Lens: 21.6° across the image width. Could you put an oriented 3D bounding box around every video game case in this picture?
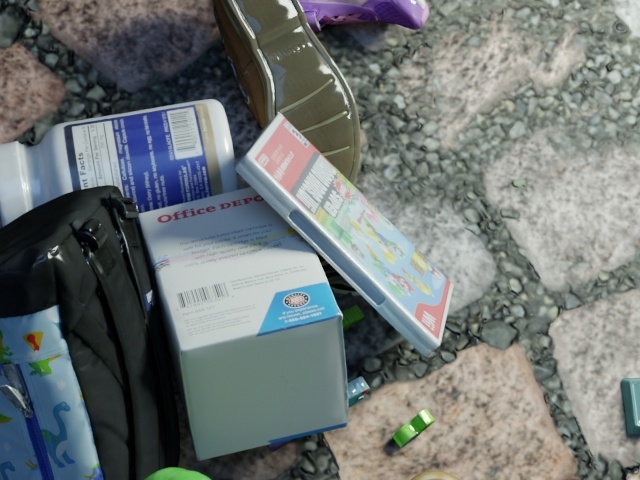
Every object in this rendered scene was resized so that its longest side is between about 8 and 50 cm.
[{"bbox_3d":[0.032,-0.011,1.828,0.285,0.204,0.025,45,108,-6],"label":"video game case"}]

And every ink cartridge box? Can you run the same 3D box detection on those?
[{"bbox_3d":[-0.083,0.081,1.789,0.171,0.168,0.233,-12,41,-8],"label":"ink cartridge box"}]

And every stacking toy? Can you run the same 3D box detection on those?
[{"bbox_3d":[-0.004,0.190,1.859,0.221,0.052,0.167,-31,74,-14],"label":"stacking toy"}]

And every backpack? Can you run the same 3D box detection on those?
[{"bbox_3d":[-0.262,0.160,1.722,0.273,0.290,0.356,-22,104,12],"label":"backpack"}]

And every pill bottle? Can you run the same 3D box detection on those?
[{"bbox_3d":[-0.230,-0.067,1.890,0.264,0.153,0.153,-9,70,-6],"label":"pill bottle"}]

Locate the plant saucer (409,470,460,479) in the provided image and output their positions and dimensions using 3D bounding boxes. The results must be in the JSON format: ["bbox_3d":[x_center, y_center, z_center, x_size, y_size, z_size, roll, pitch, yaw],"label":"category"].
[{"bbox_3d":[0.128,0.293,1.846,0.083,0.015,0.083,1,69,-3],"label":"plant saucer"}]

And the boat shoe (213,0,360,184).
[{"bbox_3d":[-0.041,-0.189,1.973,0.110,0.104,0.307,-20,92,-18],"label":"boat shoe"}]

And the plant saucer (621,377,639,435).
[{"bbox_3d":[0.441,0.183,1.900,0.192,0.018,0.067,-3,70,-3],"label":"plant saucer"}]

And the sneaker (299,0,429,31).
[{"bbox_3d":[0.013,-0.292,2.023,0.236,0.095,0.105,22,77,11],"label":"sneaker"}]

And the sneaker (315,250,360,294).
[{"bbox_3d":[0.000,0.000,1.912,0.170,0.075,0.063,33,58,10],"label":"sneaker"}]

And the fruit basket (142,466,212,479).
[{"bbox_3d":[-0.113,0.359,1.625,0.392,0.283,0.392,-3,101,-17],"label":"fruit basket"}]
